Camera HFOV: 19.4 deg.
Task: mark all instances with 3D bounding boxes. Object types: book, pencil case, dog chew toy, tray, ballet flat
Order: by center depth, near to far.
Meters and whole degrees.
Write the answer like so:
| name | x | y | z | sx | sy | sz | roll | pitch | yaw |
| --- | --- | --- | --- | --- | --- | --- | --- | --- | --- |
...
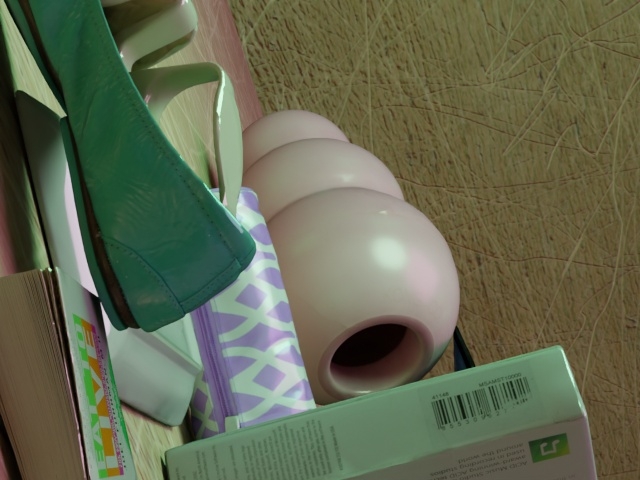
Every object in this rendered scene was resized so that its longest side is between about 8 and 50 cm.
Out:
| name | x | y | z | sx | sy | sz | roll | pitch | yaw |
| --- | --- | --- | --- | --- | --- | --- | --- | --- | --- |
| book | -0.100 | 0.066 | 0.742 | 0.144 | 0.035 | 0.096 | 81 | -4 | -84 |
| ballet flat | -0.087 | -0.071 | 0.855 | 0.083 | 0.087 | 0.247 | 73 | -6 | -60 |
| tray | -0.103 | 0.017 | 0.997 | 0.270 | 0.030 | 0.145 | 65 | 9 | -78 |
| pencil case | -0.058 | 0.066 | 1.180 | 0.088 | 0.086 | 0.206 | 6 | 64 | -58 |
| dog chew toy | 0.000 | 0.000 | 1.770 | 0.332 | 0.207 | 0.206 | -116 | -174 | -45 |

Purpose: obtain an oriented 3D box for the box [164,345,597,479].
| name | x | y | z | sx | sy | sz | roll | pitch | yaw |
| --- | --- | --- | --- | --- | --- | --- | --- | --- | --- |
| box | 0.058 | 0.201 | 1.137 | 0.322 | 0.232 | 0.058 | 73 | 3 | -48 |

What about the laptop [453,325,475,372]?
| name | x | y | z | sx | sy | sz | roll | pitch | yaw |
| --- | --- | --- | --- | --- | --- | --- | --- | --- | --- |
| laptop | 0.066 | 0.224 | 1.661 | 0.136 | 0.264 | 0.234 | 51 | 4 | -4 |
